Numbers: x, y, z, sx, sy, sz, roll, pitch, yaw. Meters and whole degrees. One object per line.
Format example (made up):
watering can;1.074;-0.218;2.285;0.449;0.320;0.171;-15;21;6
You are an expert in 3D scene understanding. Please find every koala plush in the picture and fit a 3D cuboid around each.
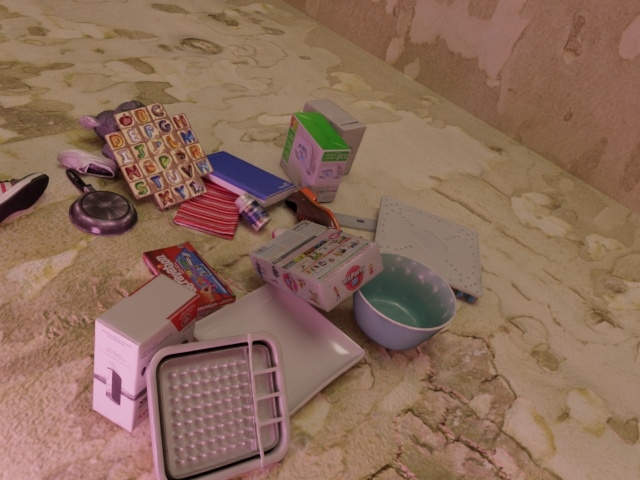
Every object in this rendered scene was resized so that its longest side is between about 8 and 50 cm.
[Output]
koala plush;-0.689;-0.386;2.050;0.221;0.204;0.196;18;20;32

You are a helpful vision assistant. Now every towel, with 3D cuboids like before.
towel;-0.349;-0.116;1.976;0.198;0.031;0.275;16;36;-4

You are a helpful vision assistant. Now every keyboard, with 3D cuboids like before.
keyboard;0.145;-0.062;2.161;0.255;0.014;0.072;10;32;-15

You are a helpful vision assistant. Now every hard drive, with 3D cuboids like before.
hard drive;-0.270;-0.220;2.094;0.318;0.040;0.210;27;27;18

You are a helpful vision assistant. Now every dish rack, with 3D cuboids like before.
dish rack;-0.217;0.349;1.268;0.332;0.072;0.286;-1;82;-45

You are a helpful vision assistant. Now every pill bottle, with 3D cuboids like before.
pill bottle;-0.220;-0.093;1.947;0.120;0.067;0.067;47;40;3

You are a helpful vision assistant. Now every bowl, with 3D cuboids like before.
bowl;0.218;0.193;1.733;0.311;0.163;0.312;12;37;-10

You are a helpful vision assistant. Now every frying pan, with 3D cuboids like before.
frying pan;-0.663;-0.130;1.834;0.197;0.053;0.326;0;43;-26

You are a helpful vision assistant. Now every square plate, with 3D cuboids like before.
square plate;-0.109;0.273;1.568;0.347;0.049;0.344;38;40;23

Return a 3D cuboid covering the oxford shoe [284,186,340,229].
oxford shoe;-0.024;-0.071;2.042;0.098;0.097;0.271;-26;49;-21

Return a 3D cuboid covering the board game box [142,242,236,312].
board game box;-0.364;0.099;1.651;0.145;0.027;0.281;-15;39;-35

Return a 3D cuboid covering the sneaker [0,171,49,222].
sneaker;-0.917;-0.139;1.663;0.178;0.124;0.295;33;38;2

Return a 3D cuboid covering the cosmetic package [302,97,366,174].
cosmetic package;0.027;-0.401;2.362;0.138;0.224;0.224;-20;51;-42

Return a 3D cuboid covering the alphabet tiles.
alphabet tiles;-0.514;-0.279;1.943;0.285;0.011;0.343;-26;85;-33

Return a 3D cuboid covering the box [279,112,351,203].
box;-0.024;-0.305;2.207;0.126;0.231;0.262;-6;43;-30

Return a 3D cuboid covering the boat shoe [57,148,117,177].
boat shoe;-0.747;-0.239;1.924;0.184;0.066;0.063;17;34;-21

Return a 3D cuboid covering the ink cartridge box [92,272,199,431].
ink cartridge box;-0.374;0.240;1.288;0.114;0.273;0.197;27;36;15

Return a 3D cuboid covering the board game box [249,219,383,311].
board game box;-0.014;0.059;1.673;0.224;0.098;0.303;-33;34;-31

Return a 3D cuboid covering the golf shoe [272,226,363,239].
golf shoe;0.000;0.000;1.902;0.306;0.140;0.115;19;37;0

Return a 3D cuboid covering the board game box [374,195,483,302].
board game box;0.373;0.023;2.112;0.389;0.050;0.390;21;36;-3
